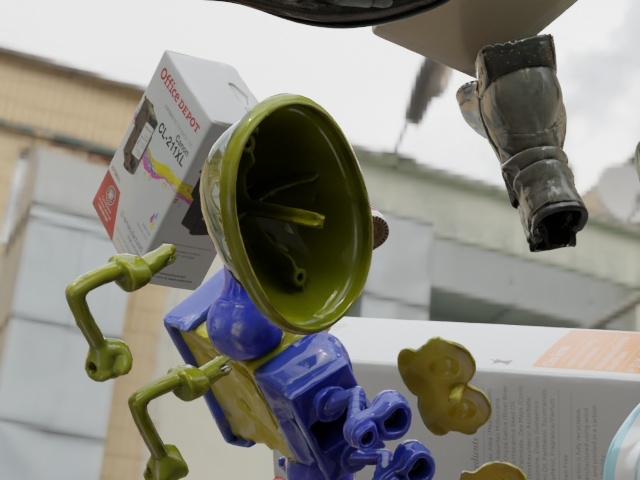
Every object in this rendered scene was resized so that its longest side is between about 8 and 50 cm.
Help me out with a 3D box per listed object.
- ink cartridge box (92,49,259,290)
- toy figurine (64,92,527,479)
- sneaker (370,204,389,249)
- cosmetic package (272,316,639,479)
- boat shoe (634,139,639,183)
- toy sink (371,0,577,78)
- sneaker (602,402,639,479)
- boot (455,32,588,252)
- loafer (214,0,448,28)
[{"bbox_3d":[-0.125,-0.064,1.334,0.072,0.127,0.175,10,-60,-35],"label":"ink cartridge box"},{"bbox_3d":[-0.051,0.079,0.851,0.217,0.191,0.362,27,-31,53],"label":"toy figurine"},{"bbox_3d":[0.000,0.000,1.287,0.118,0.067,0.042,-19,-72,2],"label":"sneaker"},{"bbox_3d":[0.191,0.196,1.736,0.453,0.161,0.230,1,10,22],"label":"cosmetic package"},{"bbox_3d":[0.478,-0.002,1.913,0.094,0.302,0.109,3,-32,-30],"label":"boat shoe"},{"bbox_3d":[0.153,-0.272,1.257,0.131,0.152,0.234,20,-32,-23],"label":"toy sink"},{"bbox_3d":[0.362,0.114,1.051,0.208,0.319,0.127,1,-52,46],"label":"sneaker"},{"bbox_3d":[0.168,-0.063,1.226,0.083,0.161,0.246,-11,-8,4],"label":"boot"},{"bbox_3d":[-0.028,-0.204,1.050,0.268,0.096,0.084,5,2,9],"label":"loafer"}]
